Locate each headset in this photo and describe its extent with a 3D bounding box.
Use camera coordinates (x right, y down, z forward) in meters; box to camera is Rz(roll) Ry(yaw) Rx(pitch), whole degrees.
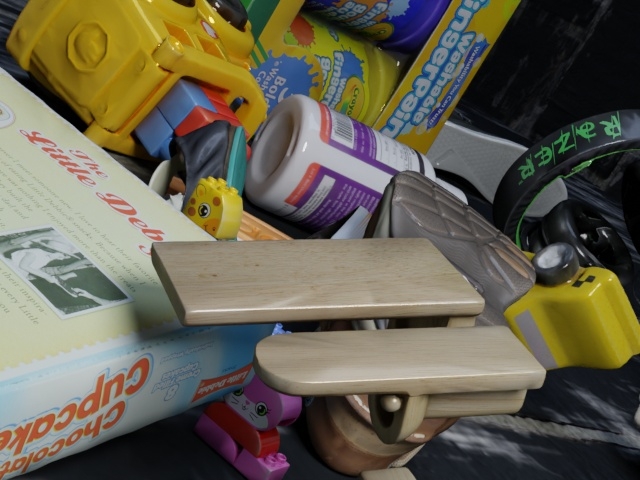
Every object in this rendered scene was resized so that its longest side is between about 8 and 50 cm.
[{"bbox_3d":[0.359,0.013,1.332,0.394,0.243,0.185,41,27,-47],"label":"headset"}]

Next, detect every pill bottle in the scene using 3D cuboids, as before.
[{"bbox_3d":[0.036,-0.048,1.056,0.194,0.108,0.108,24,15,-27],"label":"pill bottle"}]

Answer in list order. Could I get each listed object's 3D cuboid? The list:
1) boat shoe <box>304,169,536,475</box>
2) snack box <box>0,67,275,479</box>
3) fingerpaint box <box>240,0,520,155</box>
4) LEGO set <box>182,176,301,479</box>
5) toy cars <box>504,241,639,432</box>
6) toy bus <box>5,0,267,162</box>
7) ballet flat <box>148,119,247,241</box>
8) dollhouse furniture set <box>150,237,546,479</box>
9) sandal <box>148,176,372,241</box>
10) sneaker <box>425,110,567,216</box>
[{"bbox_3d":[0.054,0.044,0.735,0.123,0.116,0.324,40,20,3],"label":"boat shoe"},{"bbox_3d":[-0.192,-0.025,0.535,0.322,0.060,0.187,37,28,25],"label":"snack box"},{"bbox_3d":[0.054,-0.311,1.319,0.371,0.444,0.163,16,21,-47],"label":"fingerpaint box"},{"bbox_3d":[-0.070,0.020,0.625,0.227,0.093,0.087,36,15,24],"label":"LEGO set"},{"bbox_3d":[0.227,0.121,0.871,0.394,0.087,0.176,37,-23,13],"label":"toy cars"},{"bbox_3d":[-0.119,-0.130,0.987,0.211,0.149,0.220,52,19,24],"label":"toy bus"},{"bbox_3d":[-0.085,-0.015,0.774,0.074,0.074,0.203,26,30,-19],"label":"ballet flat"},{"bbox_3d":[0.002,0.098,0.454,0.123,0.151,0.144,0,26,-22],"label":"dollhouse furniture set"},{"bbox_3d":[-0.001,0.002,0.865,0.265,0.076,0.102,30,14,-4],"label":"sandal"},{"bbox_3d":[0.249,-0.138,1.817,0.296,0.104,0.147,24,20,-9],"label":"sneaker"}]
